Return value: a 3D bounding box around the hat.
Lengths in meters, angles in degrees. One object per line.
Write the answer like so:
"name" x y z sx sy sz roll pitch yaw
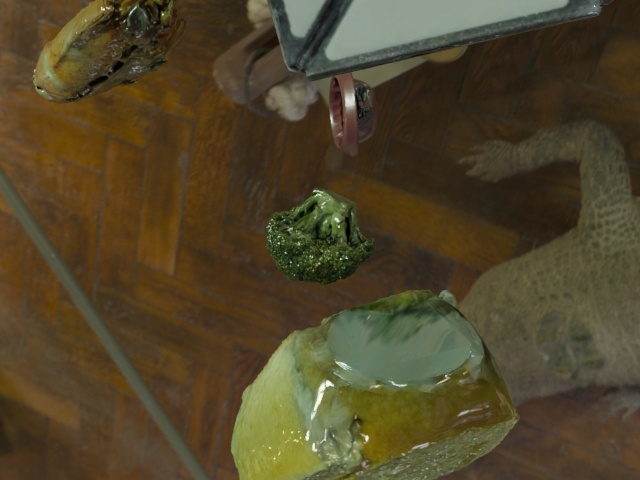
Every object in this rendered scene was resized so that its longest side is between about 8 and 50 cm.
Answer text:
"hat" 0.075 -0.273 1.844 0.089 0.205 0.206 -6 117 -8

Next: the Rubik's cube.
"Rubik's cube" 0.084 -0.303 0.695 0.254 0.259 0.260 -8 119 17

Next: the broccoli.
"broccoli" 0.000 0.000 1.234 0.162 0.146 0.138 25 106 -9

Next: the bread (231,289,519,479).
"bread" 0.064 0.217 1.218 0.264 0.395 0.239 96 154 -55

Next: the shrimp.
"shrimp" -0.110 -0.114 0.481 0.184 0.091 0.043 -11 102 67
